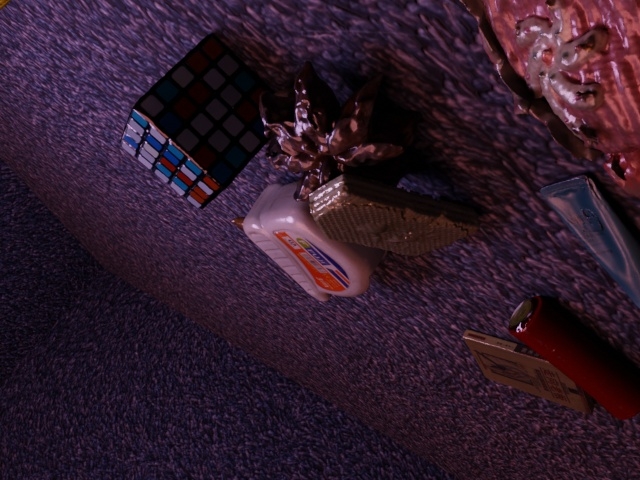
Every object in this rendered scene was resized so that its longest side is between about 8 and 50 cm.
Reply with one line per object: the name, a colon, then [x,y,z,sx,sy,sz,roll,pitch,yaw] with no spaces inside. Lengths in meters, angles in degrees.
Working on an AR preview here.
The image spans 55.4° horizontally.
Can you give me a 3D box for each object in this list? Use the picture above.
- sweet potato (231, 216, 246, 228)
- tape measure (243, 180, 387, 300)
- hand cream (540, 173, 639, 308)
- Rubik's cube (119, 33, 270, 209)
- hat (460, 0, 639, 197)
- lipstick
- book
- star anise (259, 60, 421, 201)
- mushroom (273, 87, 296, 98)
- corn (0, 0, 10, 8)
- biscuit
sweet potato: [-0.133,-0.028,1.410,0.179,0.044,0.044,18,152,26]
tape measure: [0.000,0.000,1.164,0.258,0.130,0.265,45,151,-26]
hand cream: [0.367,0.009,0.756,0.224,0.048,0.083,46,159,-9]
Rubik's cube: [-0.192,-0.185,1.003,0.187,0.184,0.182,41,157,-13]
hat: [0.253,-0.144,0.529,0.286,0.107,0.236,52,164,-22]
lipstick: [0.414,0.188,0.978,0.241,0.080,0.080,38,158,-3]
book: [0.403,0.254,1.190,0.230,0.026,0.161,12,147,45]
star anise: [0.021,-0.122,0.842,0.222,0.109,0.236,6,148,7]
mushroom: [-0.043,-0.192,0.936,0.085,0.085,0.079,41,-161,-10]
corn: [-0.610,-0.491,1.127,0.305,0.106,0.106,6,143,50]
biscuit: [0.093,-0.029,0.876,0.252,0.052,0.150,13,157,-33]
